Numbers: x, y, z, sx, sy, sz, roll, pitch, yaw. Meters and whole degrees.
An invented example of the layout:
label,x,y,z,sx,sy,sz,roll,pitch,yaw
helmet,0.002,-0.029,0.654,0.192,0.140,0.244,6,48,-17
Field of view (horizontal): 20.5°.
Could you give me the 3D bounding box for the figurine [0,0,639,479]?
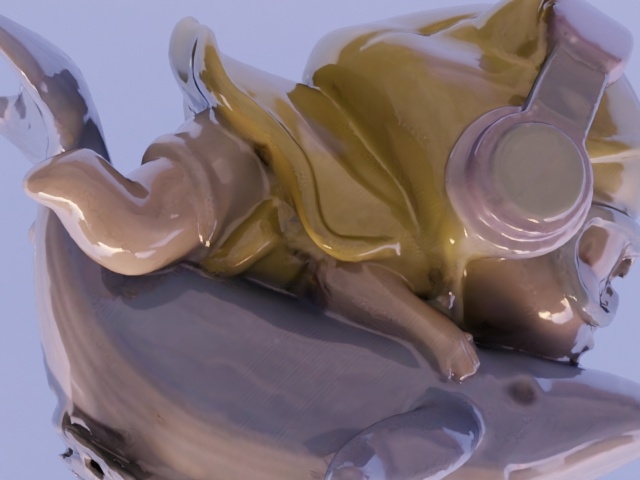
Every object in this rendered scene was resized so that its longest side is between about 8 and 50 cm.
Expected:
label,x,y,z,sx,sy,sz,roll,pitch,yaw
figurine,0.000,0.000,0.460,0.208,0.128,0.184,33,-104,-3
